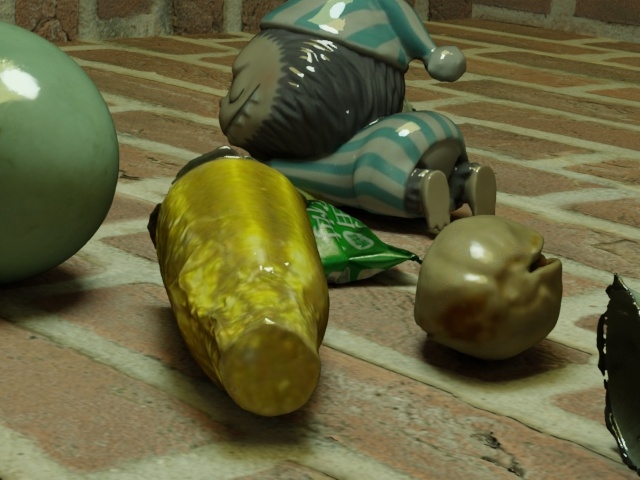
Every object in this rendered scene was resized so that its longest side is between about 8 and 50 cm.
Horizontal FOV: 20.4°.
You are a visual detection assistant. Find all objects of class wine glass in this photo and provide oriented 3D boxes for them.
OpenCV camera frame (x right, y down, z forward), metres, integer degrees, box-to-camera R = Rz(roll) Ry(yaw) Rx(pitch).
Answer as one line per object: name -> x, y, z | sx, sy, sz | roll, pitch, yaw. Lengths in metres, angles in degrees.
wine glass -> 0.341, 0.093, 1.358 | 0.232, 0.156, 0.156 | -6, 14, -6

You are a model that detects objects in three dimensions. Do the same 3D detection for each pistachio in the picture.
pistachio -> 0.151, 0.043, 1.644 | 0.144, 0.144, 0.215 | 2, 3, 1

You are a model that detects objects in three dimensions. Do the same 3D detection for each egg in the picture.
egg -> -0.365, -0.093, 1.837 | 0.276, 0.276, 0.389 | -8, 14, -36

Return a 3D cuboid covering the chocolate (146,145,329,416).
chocolate -> -0.072, 0.038, 1.579 | 0.162, 0.162, 0.445 | 0, 15, -6

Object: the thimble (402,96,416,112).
thimble -> 0.049, -0.186, 2.615 | 0.190, 0.137, 0.143 | 18, 12, 3

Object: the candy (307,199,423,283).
candy -> -0.002, 0.003, 1.919 | 0.203, 0.078, 0.141 | 9, 20, -24

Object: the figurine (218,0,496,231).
figurine -> 0.040, -0.221, 2.231 | 0.361, 0.377, 0.266 | 10, 16, 38
